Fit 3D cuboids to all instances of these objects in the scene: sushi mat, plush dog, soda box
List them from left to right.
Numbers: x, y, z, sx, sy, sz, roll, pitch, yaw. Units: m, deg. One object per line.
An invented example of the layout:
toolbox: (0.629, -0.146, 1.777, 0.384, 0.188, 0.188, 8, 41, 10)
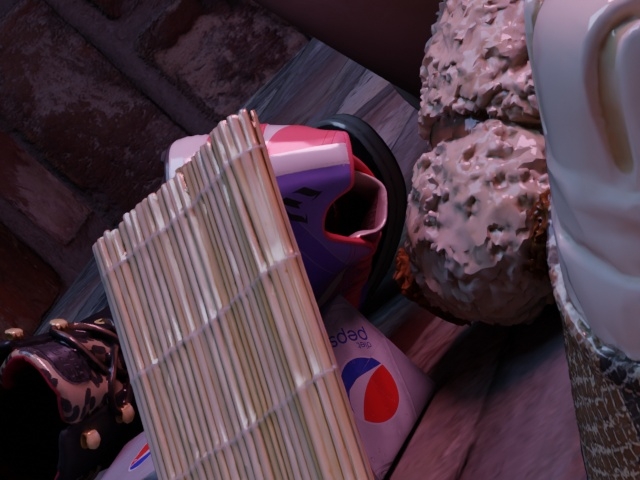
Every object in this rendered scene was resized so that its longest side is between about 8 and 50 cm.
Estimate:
soda box: (-0.054, 0.148, 1.097, 0.286, 0.091, 0.098, -38, 13, 44)
sushi mat: (-0.041, 0.097, 0.848, 0.151, 0.019, 0.316, -42, 56, 38)
plush dog: (0.120, -0.059, 0.979, 0.262, 0.210, 0.225, -28, 46, 63)

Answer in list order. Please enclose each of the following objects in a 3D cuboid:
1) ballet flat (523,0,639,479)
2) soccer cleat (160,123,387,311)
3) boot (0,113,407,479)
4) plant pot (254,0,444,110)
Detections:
ballet flat: (0.171, -0.104, 0.520, 0.483, 0.182, 0.164, -62, 35, 10)
soccer cleat: (0.000, 0.000, 1.068, 0.116, 0.109, 0.318, -12, -17, 13)
boot: (-0.116, 0.067, 1.286, 0.284, 0.138, 0.377, -26, -13, -48)
plant pot: (0.067, -0.248, 1.185, 0.323, 0.280, 0.323, -11, 75, 51)
